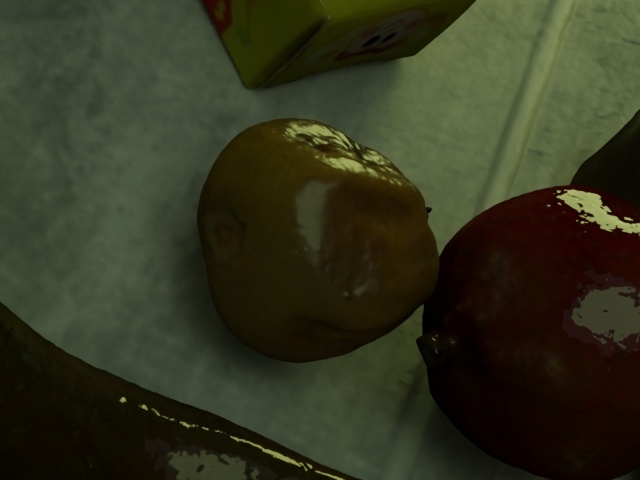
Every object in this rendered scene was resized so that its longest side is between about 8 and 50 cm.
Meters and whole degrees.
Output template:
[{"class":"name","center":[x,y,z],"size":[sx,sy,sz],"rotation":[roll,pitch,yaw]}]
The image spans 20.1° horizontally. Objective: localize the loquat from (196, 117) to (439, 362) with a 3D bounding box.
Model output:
[{"class":"loquat","center":[0.000,0.000,0.959],"size":[0.137,0.113,0.137],"rotation":[17,49,-21]}]

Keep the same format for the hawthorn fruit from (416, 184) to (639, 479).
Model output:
[{"class":"hawthorn fruit","center":[0.134,0.055,0.995],"size":[0.188,0.169,0.169],"rotation":[-12,72,-44]}]

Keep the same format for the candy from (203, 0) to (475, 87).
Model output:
[{"class":"candy","center":[-0.030,-0.236,1.097],"size":[0.146,0.088,0.276],"rotation":[-15,75,-42]}]

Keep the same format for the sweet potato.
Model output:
[{"class":"sweet potato","center":[-0.085,0.101,0.839],"size":[0.346,0.108,0.079],"rotation":[26,64,-22]}]

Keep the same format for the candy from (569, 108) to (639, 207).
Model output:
[{"class":"candy","center":[0.272,0.011,1.156],"size":[0.234,0.104,0.102],"rotation":[46,46,-4]}]
